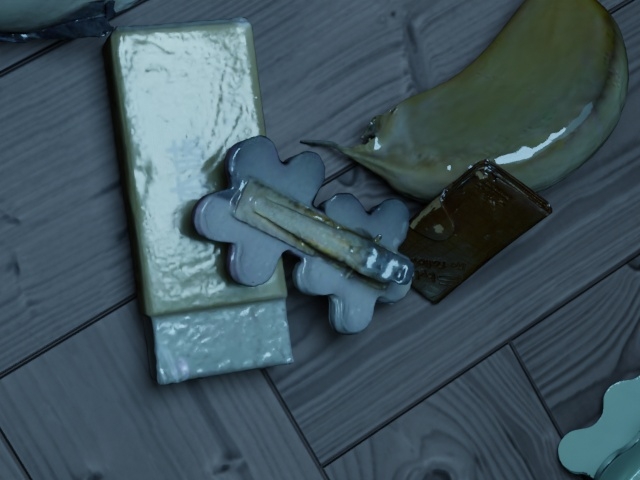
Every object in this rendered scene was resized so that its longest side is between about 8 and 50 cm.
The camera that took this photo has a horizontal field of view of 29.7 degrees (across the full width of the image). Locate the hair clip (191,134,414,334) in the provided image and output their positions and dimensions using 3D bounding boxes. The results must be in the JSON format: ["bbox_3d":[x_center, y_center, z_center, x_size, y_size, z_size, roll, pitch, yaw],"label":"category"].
[{"bbox_3d":[-0.004,-0.001,1.146,0.257,0.075,0.146,26,87,-25],"label":"hair clip"}]

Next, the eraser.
[{"bbox_3d":[-0.119,-0.039,1.175,0.144,0.078,0.343,-8,91,-16],"label":"eraser"}]

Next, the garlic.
[{"bbox_3d":[0.174,-0.121,1.258,0.338,0.151,0.196,-36,76,-5],"label":"garlic"}]

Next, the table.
[{"bbox_3d":[0.368,0.208,1.280,0.198,0.166,0.166,-46,101,-6],"label":"table"}]

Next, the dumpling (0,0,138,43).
[{"bbox_3d":[-0.305,-0.275,1.102,0.293,0.204,0.163,6,118,-31],"label":"dumpling"}]

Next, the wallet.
[{"bbox_3d":[0.140,-0.005,1.214,0.095,0.176,0.026,36,40,-16],"label":"wallet"}]
